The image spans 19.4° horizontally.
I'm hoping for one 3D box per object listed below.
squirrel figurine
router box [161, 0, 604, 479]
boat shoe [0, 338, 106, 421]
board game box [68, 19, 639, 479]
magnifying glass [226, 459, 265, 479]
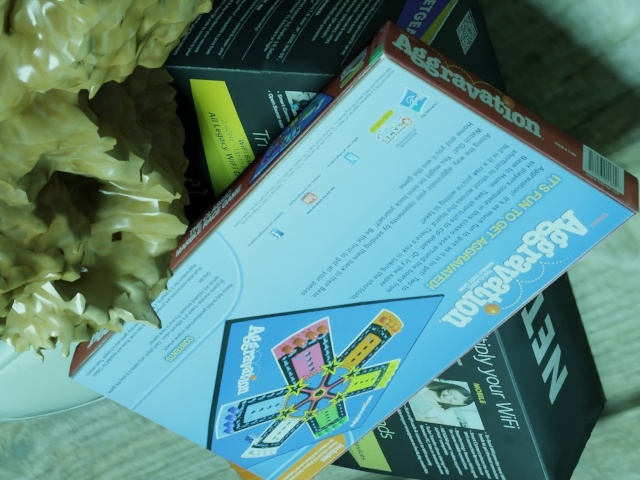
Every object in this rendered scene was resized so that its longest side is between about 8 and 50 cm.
[{"bbox_3d":[-0.104,-0.155,0.656,0.281,0.397,0.370,35,150,-20],"label":"squirrel figurine"},{"bbox_3d":[0.000,0.000,1.018,0.243,0.081,0.309,7,137,31],"label":"router box"},{"bbox_3d":[-0.138,0.005,1.005,0.319,0.116,0.099,113,141,-61],"label":"boat shoe"},{"bbox_3d":[0.008,0.021,0.911,0.145,0.027,0.281,31,131,-19],"label":"board game box"},{"bbox_3d":[-0.079,0.106,1.250,0.092,0.026,0.231,-13,123,41],"label":"magnifying glass"}]
